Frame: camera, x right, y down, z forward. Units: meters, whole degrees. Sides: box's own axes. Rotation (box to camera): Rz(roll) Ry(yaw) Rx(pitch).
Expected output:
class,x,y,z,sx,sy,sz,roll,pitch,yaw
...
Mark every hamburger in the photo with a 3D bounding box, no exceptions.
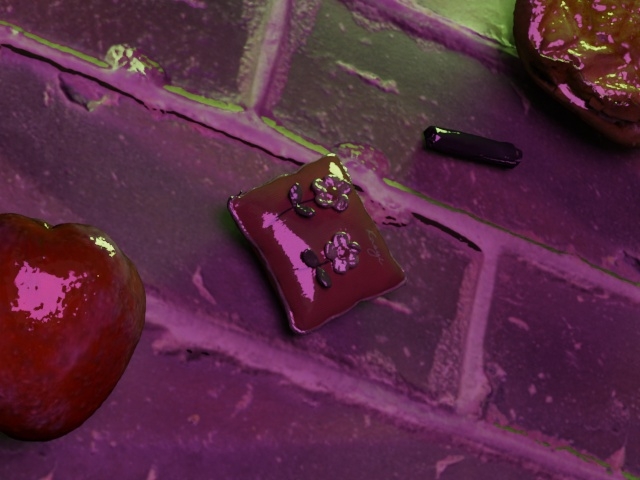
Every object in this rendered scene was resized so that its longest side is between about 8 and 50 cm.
class,x,y,z,sx,sy,sz,roll,pitch,yaw
hamburger,0.372,-0.257,2.105,0.285,0.134,0.265,35,67,-5

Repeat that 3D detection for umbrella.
class,x,y,z,sx,sy,sz,roll,pitch,yaw
umbrella,0.187,-0.116,2.018,0.133,0.031,0.036,12,68,-23

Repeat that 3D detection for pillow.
class,x,y,z,sx,sy,sz,roll,pitch,yaw
pillow,0.000,0.000,1.857,0.171,0.075,0.179,-26,86,-32

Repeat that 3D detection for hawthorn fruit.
class,x,y,z,sx,sy,sz,roll,pitch,yaw
hawthorn fruit,-0.281,0.084,1.591,0.231,0.235,0.263,-13,62,-6
